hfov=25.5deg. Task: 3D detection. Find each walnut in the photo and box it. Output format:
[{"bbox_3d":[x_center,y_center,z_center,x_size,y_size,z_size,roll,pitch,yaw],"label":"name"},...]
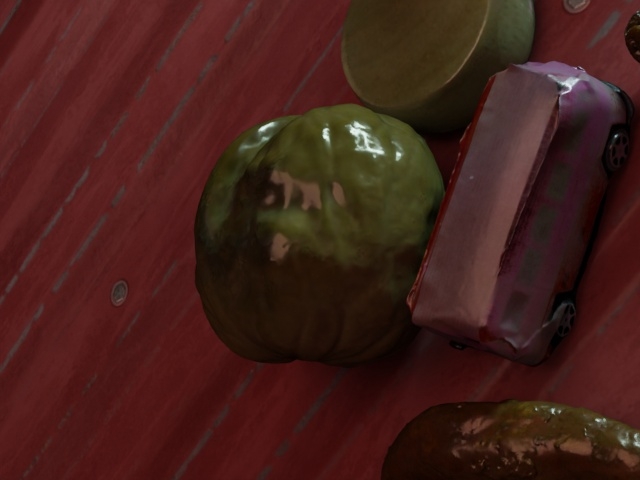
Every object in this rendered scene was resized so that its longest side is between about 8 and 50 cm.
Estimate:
[{"bbox_3d":[0.000,0.001,1.483,0.253,0.282,0.276,9,71,6],"label":"walnut"}]

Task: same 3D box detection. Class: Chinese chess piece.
[{"bbox_3d":[0.128,-0.233,1.560,0.238,0.092,0.237,-17,65,40],"label":"Chinese chess piece"}]

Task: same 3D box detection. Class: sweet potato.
[{"bbox_3d":[0.171,0.197,1.352,0.355,0.095,0.106,-13,107,44],"label":"sweet potato"}]

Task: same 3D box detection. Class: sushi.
[{"bbox_3d":[0.344,-0.180,1.359,0.120,0.055,0.052,41,149,51],"label":"sushi"}]

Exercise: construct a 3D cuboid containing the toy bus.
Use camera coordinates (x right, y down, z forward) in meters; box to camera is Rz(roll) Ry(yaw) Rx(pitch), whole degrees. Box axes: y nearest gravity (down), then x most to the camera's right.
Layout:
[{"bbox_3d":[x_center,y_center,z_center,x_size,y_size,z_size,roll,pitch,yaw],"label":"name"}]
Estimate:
[{"bbox_3d":[0.199,-0.030,1.385,0.128,0.147,0.302,17,88,40],"label":"toy bus"}]
